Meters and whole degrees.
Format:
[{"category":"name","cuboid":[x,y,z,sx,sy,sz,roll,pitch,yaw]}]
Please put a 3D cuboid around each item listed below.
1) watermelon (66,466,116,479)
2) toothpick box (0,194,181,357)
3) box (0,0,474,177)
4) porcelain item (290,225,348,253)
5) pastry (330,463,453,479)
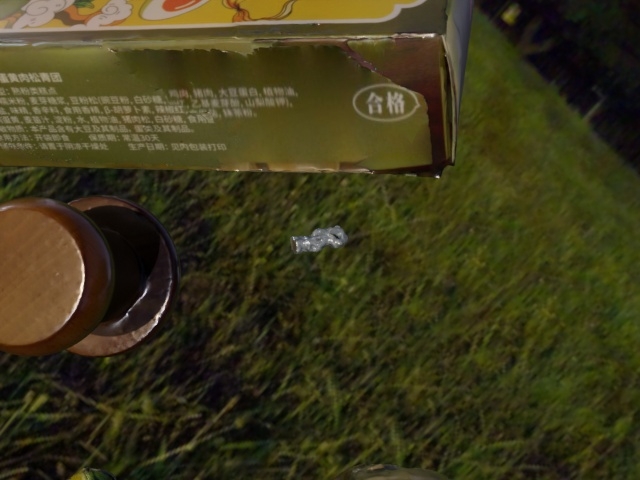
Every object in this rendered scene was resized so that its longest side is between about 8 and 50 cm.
[{"category":"watermelon","cuboid":[-0.403,0.469,1.427,0.129,0.301,0.123,41,37,-1]},{"category":"toothpick box","cuboid":[-0.265,0.037,0.939,0.192,0.192,0.294,43,0,5]},{"category":"box","cuboid":[-0.072,-0.227,0.785,0.138,0.420,0.373,79,18,-44]},{"category":"porcelain item","cuboid":[0.000,0.000,1.239,0.083,0.028,0.036,-9,55,-16]},{"category":"pastry","cuboid":[0.069,0.459,1.011,0.313,0.388,0.388,-10,39,-17]}]
